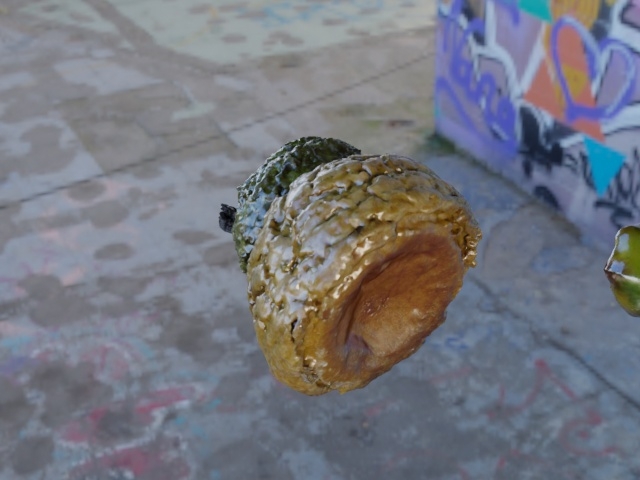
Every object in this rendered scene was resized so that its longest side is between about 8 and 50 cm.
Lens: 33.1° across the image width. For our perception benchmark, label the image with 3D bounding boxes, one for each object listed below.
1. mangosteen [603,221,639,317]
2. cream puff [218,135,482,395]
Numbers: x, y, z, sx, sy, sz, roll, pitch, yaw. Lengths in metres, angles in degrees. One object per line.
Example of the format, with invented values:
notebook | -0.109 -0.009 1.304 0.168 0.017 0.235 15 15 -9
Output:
mangosteen | 0.321 -0.018 0.469 0.297 0.314 0.297 31 -3 2
cream puff | 0.000 0.000 0.785 0.183 0.183 0.169 -22 50 -32
